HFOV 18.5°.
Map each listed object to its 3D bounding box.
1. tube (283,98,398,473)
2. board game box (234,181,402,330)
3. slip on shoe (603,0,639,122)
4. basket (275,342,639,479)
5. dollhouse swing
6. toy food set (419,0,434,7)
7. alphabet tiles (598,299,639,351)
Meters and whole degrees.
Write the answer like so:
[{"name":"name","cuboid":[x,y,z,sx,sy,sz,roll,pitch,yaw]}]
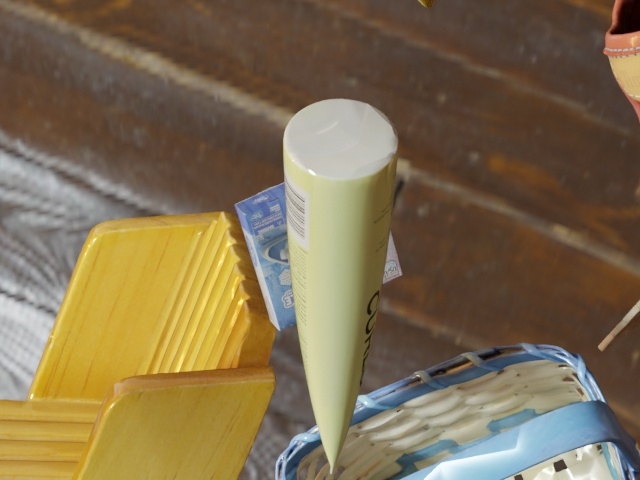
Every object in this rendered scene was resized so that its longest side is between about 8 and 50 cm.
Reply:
[{"name":"tube","cuboid":[0.010,0.024,1.110,0.062,0.240,0.070,35,55,27]},{"name":"board game box","cuboid":[0.000,0.000,1.237,0.090,0.090,0.020,-25,32,-14]},{"name":"slip on shoe","cuboid":[0.193,-0.165,0.858,0.123,0.101,0.331,-12,44,38]},{"name":"basket","cuboid":[0.090,0.173,1.218,0.255,0.289,0.201,-24,68,16]},{"name":"dollhouse swing","cuboid":[-0.241,0.115,1.585,0.305,0.347,0.315,18,109,-14]},{"name":"toy food set","cuboid":[0.148,-0.229,1.437,0.071,0.218,0.128,45,61,-3]},{"name":"alphabet tiles","cuboid":[0.351,0.007,1.727,0.198,0.237,0.009,-34,78,-19]}]
